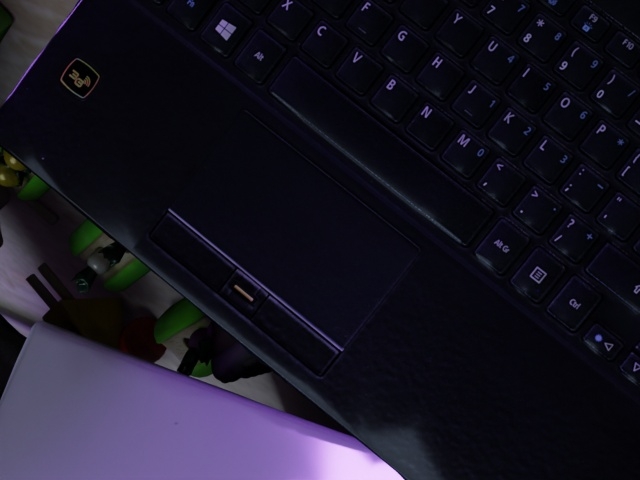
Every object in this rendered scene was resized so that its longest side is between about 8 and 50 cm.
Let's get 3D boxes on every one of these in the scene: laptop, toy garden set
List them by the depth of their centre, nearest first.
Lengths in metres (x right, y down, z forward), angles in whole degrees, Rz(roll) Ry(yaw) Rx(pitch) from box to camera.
[{"bbox_3d":[0.053,-0.063,0.373,0.234,0.264,0.136,39,-172,8],"label":"laptop"},{"bbox_3d":[-0.149,-0.007,0.790,0.244,0.049,0.204,47,151,-7],"label":"toy garden set"}]

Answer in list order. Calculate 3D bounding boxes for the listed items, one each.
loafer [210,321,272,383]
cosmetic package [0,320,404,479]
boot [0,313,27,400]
[{"bbox_3d":[0.000,0.000,0.608,0.220,0.080,0.078,133,123,-62],"label":"loafer"},{"bbox_3d":[0.034,0.173,0.625,0.385,0.156,0.217,17,170,40],"label":"cosmetic package"},{"bbox_3d":[-0.231,0.022,0.844,0.229,0.091,0.263,59,156,-1],"label":"boot"}]
